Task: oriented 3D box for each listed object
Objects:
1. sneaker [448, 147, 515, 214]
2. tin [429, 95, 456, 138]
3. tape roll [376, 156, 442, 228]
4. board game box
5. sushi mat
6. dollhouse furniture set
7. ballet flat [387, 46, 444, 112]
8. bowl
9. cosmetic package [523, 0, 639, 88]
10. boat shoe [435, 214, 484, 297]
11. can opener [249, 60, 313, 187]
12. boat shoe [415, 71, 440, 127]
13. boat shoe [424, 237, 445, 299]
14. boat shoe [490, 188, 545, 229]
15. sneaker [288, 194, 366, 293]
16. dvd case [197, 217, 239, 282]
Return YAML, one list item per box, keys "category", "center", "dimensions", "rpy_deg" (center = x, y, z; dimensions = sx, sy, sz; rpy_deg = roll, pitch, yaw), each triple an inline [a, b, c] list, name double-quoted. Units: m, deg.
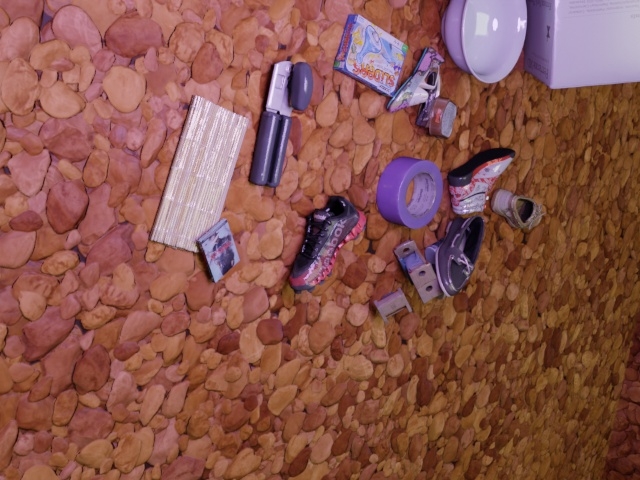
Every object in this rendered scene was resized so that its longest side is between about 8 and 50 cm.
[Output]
- category: "sneaker"
  center: [0.491, -0.177, 2.152]
  dimensions: [0.270, 0.090, 0.145]
  rpy_deg: [-29, 123, -31]
- category: "tin"
  center: [0.335, -0.331, 1.933]
  dimensions: [0.189, 0.040, 0.106]
  rpy_deg: [-9, 117, -70]
- category: "tape roll"
  center: [0.244, -0.131, 1.932]
  dimensions: [0.189, 0.080, 0.189]
  rpy_deg: [-15, 112, -40]
- category: "board game box"
  center: [0.126, -0.451, 1.746]
  dimensions: [0.201, 0.035, 0.136]
  rpy_deg: [14, 93, -46]
- category: "sushi mat"
  center: [-0.251, -0.130, 1.494]
  dimensions: [0.151, 0.019, 0.316]
  rpy_deg: [16, 91, -47]
- category: "dollhouse furniture set"
  center: [0.220, 0.113, 1.981]
  dimensions: [0.183, 0.129, 0.129]
  rpy_deg: [-29, 126, 1]
- category: "ballet flat"
  center: [0.259, -0.409, 1.851]
  dimensions: [0.221, 0.079, 0.077]
  rpy_deg: [-57, 177, -18]
- category: "bowl"
  center: [0.424, -0.582, 1.924]
  dimensions: [0.298, 0.134, 0.298]
  rpy_deg: [-15, 112, -40]
- category: "cosmetic package"
  center: [0.779, -0.667, 2.018]
  dimensions: [0.327, 0.329, 0.394]
  rpy_deg: [-5, 113, 3]
- category: "boat shoe"
  center: [0.404, 0.028, 2.027]
  dimensions: [0.112, 0.095, 0.335]
  rpy_deg: [52, 34, -19]
- category: "can opener"
  center: [-0.084, -0.254, 1.562]
  dimensions: [0.076, 0.095, 0.283]
  rpy_deg: [5, 99, -44]
- category: "boat shoe"
  center: [0.288, -0.382, 1.913]
  dimensions: [0.049, 0.056, 0.152]
  rpy_deg: [6, 94, -12]
- category: "boat shoe"
  center: [0.367, 0.084, 2.129]
  dimensions: [0.083, 0.065, 0.183]
  rpy_deg: [-31, 122, -35]
- category: "boat shoe"
  center: [0.666, -0.094, 2.345]
  dimensions: [0.285, 0.089, 0.104]
  rpy_deg: [15, 92, -46]
- category: "sneaker"
  center: [0.000, 0.000, 1.723]
  dimensions: [0.276, 0.097, 0.135]
  rpy_deg: [-52, 133, -22]
- category: "dvd case"
  center: [-0.222, 0.023, 1.556]
  dimensions: [0.087, 0.013, 0.119]
  rpy_deg: [-45, 136, -36]
